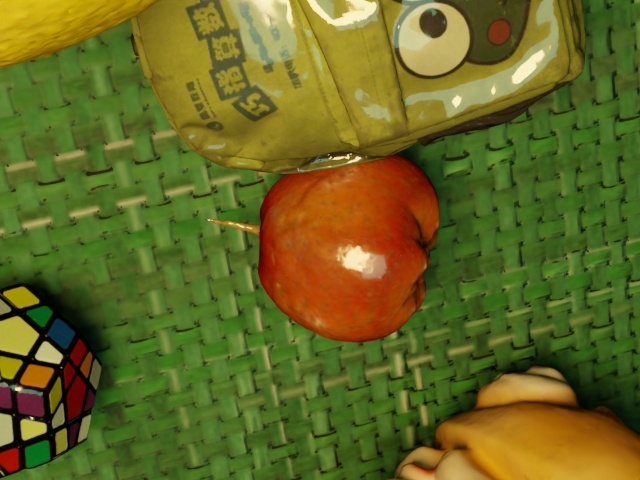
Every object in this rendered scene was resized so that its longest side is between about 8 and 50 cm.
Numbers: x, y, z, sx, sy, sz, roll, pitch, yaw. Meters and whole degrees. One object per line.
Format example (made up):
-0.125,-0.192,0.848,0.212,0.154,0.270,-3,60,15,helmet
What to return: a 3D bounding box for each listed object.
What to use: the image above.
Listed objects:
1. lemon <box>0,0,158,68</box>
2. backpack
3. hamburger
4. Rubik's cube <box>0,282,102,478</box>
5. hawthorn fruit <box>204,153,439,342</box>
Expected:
-0.181,-0.228,0.526,0.364,0.364,0.364,-4,113,-10,lemon
0.017,-0.145,0.705,0.253,0.140,0.207,-20,115,3,backpack
0.162,0.220,0.822,0.237,0.276,0.276,-46,115,-15,hamburger
-0.203,0.090,0.764,0.133,0.133,0.111,-18,90,-5,Rubik's cube
0.016,0.002,0.780,0.125,0.140,0.125,-11,105,-46,hawthorn fruit
